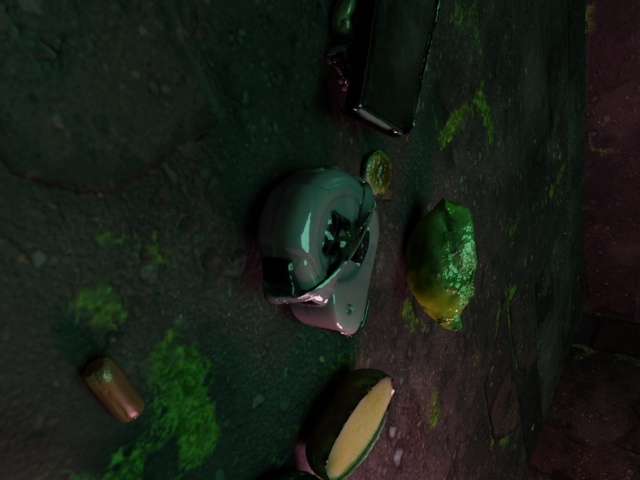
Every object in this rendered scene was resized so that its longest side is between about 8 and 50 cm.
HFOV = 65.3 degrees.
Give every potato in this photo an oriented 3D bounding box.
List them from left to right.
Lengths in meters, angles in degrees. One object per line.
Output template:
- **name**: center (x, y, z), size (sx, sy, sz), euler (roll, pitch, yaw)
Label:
- **potato**: center (0.042, 0.301, 0.846), size (0.200, 0.081, 0.164), euler (-50, 142, -29)

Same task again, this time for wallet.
- **wallet**: center (0.116, -0.323, 0.751), size (0.173, 0.045, 0.317), euler (9, 91, -48)

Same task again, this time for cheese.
- **cheese**: center (0.085, -0.319, 0.783), size (0.194, 0.044, 0.064), euler (5, 91, -53)

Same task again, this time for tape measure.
- **tape measure**: center (0.000, 0.000, 0.690), size (0.197, 0.120, 0.235), euler (27, 72, -49)

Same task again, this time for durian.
- **durian**: center (0.234, 0.043, 0.982), size (0.101, 0.139, 0.249), euler (14, 86, -47)

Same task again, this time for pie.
- **pie**: center (0.098, -0.118, 0.866), size (0.084, 0.020, 0.084), euler (-16, 111, -50)

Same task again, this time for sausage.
- **sausage**: center (-0.212, 0.155, 0.517), size (0.034, 0.034, 0.083), euler (-47, 133, -35)

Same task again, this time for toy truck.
- **toy truck**: center (0.045, -0.260, 0.749), size (0.083, 0.039, 0.044), euler (49, 55, -44)

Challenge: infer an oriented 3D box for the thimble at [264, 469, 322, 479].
- **thimble**: center (-0.045, 0.484, 0.702), size (0.288, 0.168, 0.253), euler (-25, 117, -48)
